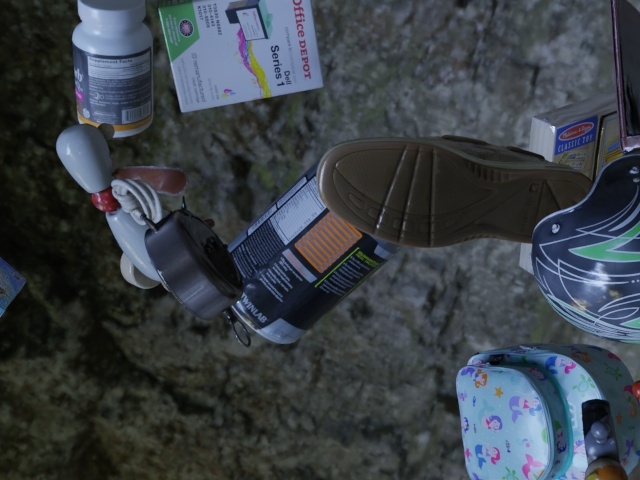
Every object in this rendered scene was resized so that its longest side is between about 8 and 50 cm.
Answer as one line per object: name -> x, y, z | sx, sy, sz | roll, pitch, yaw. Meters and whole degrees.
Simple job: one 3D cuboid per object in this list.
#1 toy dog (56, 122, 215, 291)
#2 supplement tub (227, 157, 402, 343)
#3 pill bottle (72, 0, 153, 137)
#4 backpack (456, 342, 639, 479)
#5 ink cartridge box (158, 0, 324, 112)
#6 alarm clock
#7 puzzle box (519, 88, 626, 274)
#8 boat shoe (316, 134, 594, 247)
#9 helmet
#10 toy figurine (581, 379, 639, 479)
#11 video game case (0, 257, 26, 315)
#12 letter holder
toy dog -> -0.264, -0.057, 1.370 | 0.161, 0.220, 0.333 | -49, -29, -29
supplement tub -> 0.000, 0.000, 1.381 | 0.316, 0.193, 0.193 | -41, -4, 14
pill bottle -> -0.428, -0.368, 1.801 | 0.162, 0.162, 0.278 | -57, -21, -52
backpack -> 0.333, 0.261, 1.280 | 0.191, 0.253, 0.225 | -2, -95, -44
ink cartridge box -> -0.144, -0.372, 1.628 | 0.117, 0.278, 0.201 | -105, 5, -63
alarm clock -> -0.132, 0.042, 1.011 | 0.064, 0.192, 0.129 | -31, 0, 8
puzzle box -> 0.504, -0.123, 1.427 | 0.409, 0.052, 0.272 | -20, -55, -25
boat shoe -> 0.150, -0.063, 1.015 | 0.110, 0.341, 0.121 | -120, 42, -61
helmet -> 0.291, 0.018, 0.823 | 0.161, 0.169, 0.169 | -44, -17, -13
toy figurine -> 0.425, 0.244, 1.009 | 0.209, 0.213, 0.148 | -51, 16, 33
video game case -> -0.633, 0.022, 1.465 | 0.061, 0.269, 0.244 | -46, 14, 0
letter holder -> 0.490, -0.196, 1.106 | 0.302, 0.152, 0.214 | 13, -109, -54
